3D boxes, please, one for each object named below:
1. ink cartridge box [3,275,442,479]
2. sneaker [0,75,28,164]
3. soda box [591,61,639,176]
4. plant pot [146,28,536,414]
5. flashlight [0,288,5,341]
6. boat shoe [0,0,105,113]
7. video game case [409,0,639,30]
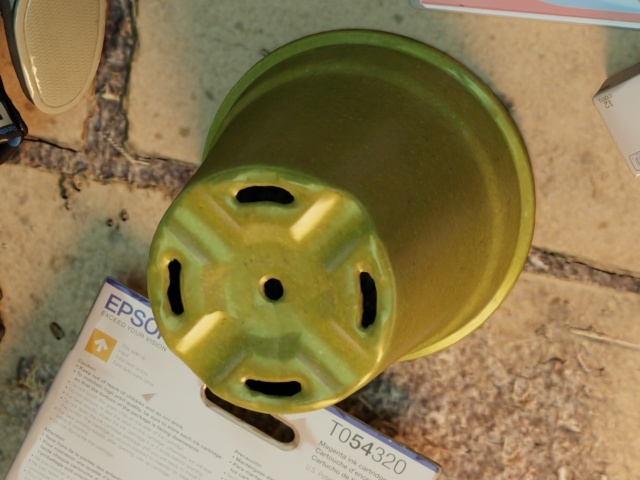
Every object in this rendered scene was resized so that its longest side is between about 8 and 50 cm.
[{"bbox_3d":[-0.105,0.241,1.527,0.324,0.071,0.330,30,103,7],"label":"ink cartridge box"},{"bbox_3d":[-0.273,-0.138,1.416,0.121,0.079,0.217,47,148,25],"label":"sneaker"},{"bbox_3d":[0.308,-0.127,1.290,0.216,0.074,0.069,-26,97,22],"label":"soda box"},{"bbox_3d":[0.000,0.000,1.326,0.276,0.254,0.276,5,107,16],"label":"plant pot"},{"bbox_3d":[-0.359,0.100,1.439,0.103,0.304,0.103,7,107,16],"label":"flashlight"},{"bbox_3d":[-0.227,-0.218,1.438,0.079,0.084,0.233,22,125,50],"label":"boat shoe"},{"bbox_3d":[0.173,-0.301,1.306,0.204,0.025,0.285,7,109,15],"label":"video game case"}]
